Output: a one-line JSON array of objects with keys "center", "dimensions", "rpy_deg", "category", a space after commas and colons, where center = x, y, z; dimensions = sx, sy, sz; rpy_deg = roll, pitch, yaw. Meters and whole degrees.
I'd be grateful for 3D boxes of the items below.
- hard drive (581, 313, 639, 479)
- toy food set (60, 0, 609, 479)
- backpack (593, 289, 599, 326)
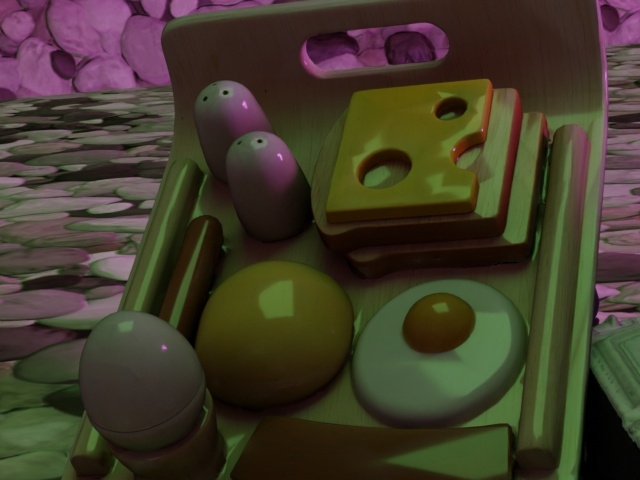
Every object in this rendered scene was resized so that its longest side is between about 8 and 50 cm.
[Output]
[{"center": [0.227, 0.088, 0.608], "dimensions": [0.237, 0.064, 0.339], "rpy_deg": [-3, 11, 1], "category": "hard drive"}, {"center": [0.000, 0.000, 0.715], "dimensions": [0.219, 0.092, 0.306], "rpy_deg": [-4, 45, 18], "category": "toy food set"}, {"center": [0.028, 0.024, 0.848], "dimensions": [0.182, 0.115, 0.152], "rpy_deg": [3, 16, 40], "category": "backpack"}]
